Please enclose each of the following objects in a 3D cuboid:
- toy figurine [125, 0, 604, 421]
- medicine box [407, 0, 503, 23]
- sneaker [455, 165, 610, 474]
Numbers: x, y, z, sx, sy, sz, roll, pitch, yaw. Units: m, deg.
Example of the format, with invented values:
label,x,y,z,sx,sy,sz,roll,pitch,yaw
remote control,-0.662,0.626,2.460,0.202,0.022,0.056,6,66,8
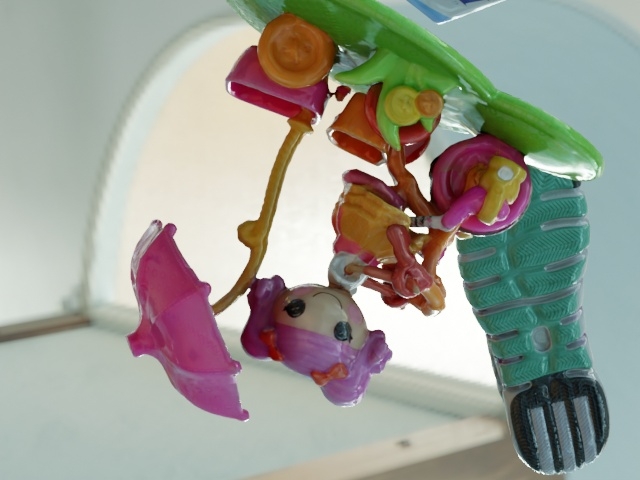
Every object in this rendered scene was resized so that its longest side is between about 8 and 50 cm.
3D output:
label,x,y,z,sx,sy,sz,roll,pitch,yaw
toy figurine,0.000,0.000,0.668,0.159,0.173,0.130,-62,180,-7
medicine box,0.154,-0.317,1.142,0.289,0.149,0.263,-13,-131,56
sneaker,0.123,0.031,1.069,0.098,0.083,0.223,-124,-154,-77
